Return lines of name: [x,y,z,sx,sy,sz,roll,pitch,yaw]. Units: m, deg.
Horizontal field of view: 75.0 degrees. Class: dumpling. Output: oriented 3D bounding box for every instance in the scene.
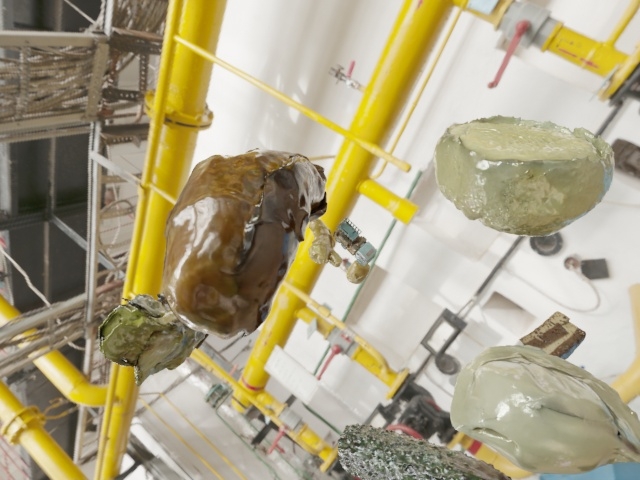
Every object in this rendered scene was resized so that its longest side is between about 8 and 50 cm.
dumpling: [0.502,0.355,0.949,0.316,0.394,0.233,-68,-23,-49]

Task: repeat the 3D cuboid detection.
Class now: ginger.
ginger: [-0.085,-0.034,0.525,0.165,0.172,0.321,-16,29,36]
ginger: [0.002,-0.003,1.462,0.065,0.118,0.299,-59,21,22]

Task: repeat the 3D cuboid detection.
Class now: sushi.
sushi: [-0.304,0.176,0.792,0.139,0.131,0.291,-51,-10,0]

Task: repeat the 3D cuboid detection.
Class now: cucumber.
cucumber: [0.155,0.357,0.649,0.096,0.096,0.359,-45,11,-31]

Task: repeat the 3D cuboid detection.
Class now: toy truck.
toy truck: [0.134,0.006,1.566,0.080,0.178,0.115,-43,-9,-16]

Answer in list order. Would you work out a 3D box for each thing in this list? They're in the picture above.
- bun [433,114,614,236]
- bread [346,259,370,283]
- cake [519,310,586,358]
bun: [0.313,-0.099,0.664,0.259,0.259,0.152,-36,-44,-48]
bread: [0.153,0.136,1.706,0.115,0.082,0.056,-59,10,37]
cake: [0.685,0.331,1.273,0.246,0.112,0.135,-20,-43,-33]
